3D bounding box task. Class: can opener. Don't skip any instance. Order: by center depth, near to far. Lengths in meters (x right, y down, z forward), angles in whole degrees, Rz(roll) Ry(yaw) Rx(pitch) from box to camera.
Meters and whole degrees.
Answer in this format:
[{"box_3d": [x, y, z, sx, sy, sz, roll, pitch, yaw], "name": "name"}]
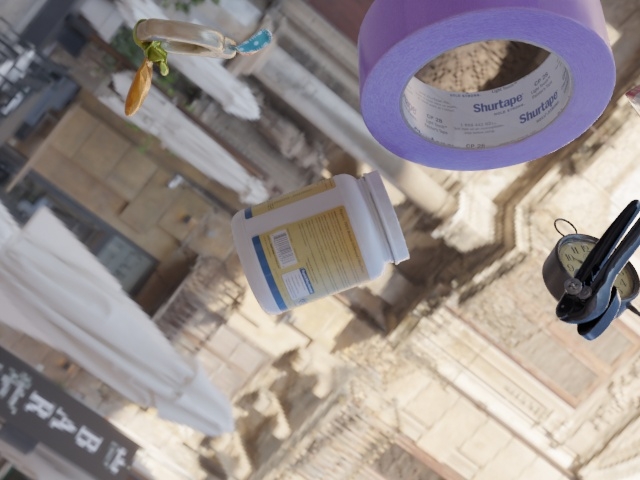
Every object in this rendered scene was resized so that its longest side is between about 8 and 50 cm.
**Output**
[{"box_3d": [0.343, 0.028, 1.108, 0.059, 0.073, 0.186, 22, -104, 39], "name": "can opener"}]

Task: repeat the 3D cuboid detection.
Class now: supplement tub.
[{"box_3d": [0.000, 0.000, 1.183, 0.199, 0.144, 0.144, -20, -160, 2], "name": "supplement tub"}]

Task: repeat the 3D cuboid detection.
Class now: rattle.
[{"box_3d": [-0.169, -0.244, 1.323, 0.130, 0.199, 0.143, -23, -116, 55], "name": "rattle"}]

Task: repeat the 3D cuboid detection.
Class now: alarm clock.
[{"box_3d": [0.372, 0.040, 1.299, 0.064, 0.129, 0.192, 115, -27, -43], "name": "alarm clock"}]

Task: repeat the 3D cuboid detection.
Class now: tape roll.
[{"box_3d": [0.179, -0.190, 1.023, 0.275, 0.275, 0.090, -36, -136, 43], "name": "tape roll"}]

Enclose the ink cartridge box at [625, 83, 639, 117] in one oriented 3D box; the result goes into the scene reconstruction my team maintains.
[{"box_3d": [0.690, -0.281, 1.578, 0.283, 0.117, 0.207, -34, -176, 14], "name": "ink cartridge box"}]
